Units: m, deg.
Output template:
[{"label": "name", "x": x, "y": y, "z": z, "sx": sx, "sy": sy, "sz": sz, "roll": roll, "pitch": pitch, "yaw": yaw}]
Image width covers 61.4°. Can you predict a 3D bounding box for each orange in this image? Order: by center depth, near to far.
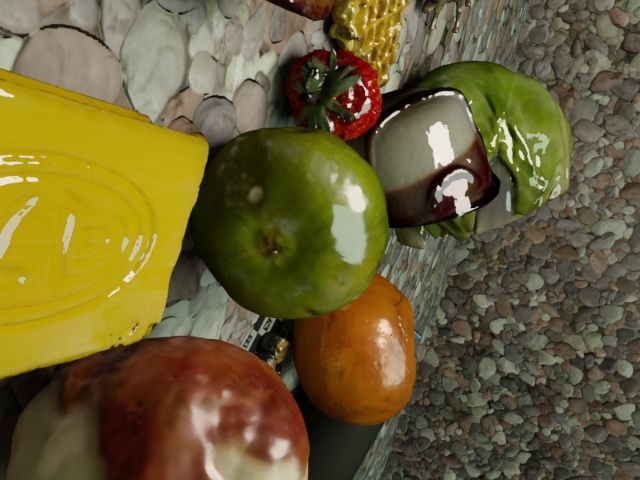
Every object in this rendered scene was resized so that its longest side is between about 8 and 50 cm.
[{"label": "orange", "x": 0.063, "y": 0.195, "z": 0.993, "sx": 0.284, "sy": 0.225, "sz": 0.284, "roll": -6, "pitch": 90, "yaw": -86}]

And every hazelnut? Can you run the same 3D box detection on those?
[{"label": "hazelnut", "x": -0.137, "y": 0.197, "z": 0.514, "sx": 0.241, "sy": 0.260, "sz": 0.261, "roll": -85, "pitch": 177, "yaw": -50}]

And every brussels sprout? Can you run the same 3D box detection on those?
[{"label": "brussels sprout", "x": 0.321, "y": -0.200, "z": 1.174, "sx": 0.425, "sy": 0.342, "sz": 0.361, "roll": -20, "pitch": 92, "yaw": -24}]

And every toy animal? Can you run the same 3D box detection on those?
[{"label": "toy animal", "x": 0.247, "y": -0.501, "z": 1.057, "sx": 0.186, "sy": 0.093, "sz": 0.214, "roll": 82, "pitch": 27, "yaw": -59}]

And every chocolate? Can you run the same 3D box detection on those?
[{"label": "chocolate", "x": 0.135, "y": -0.143, "z": 0.855, "sx": 0.283, "sy": 0.283, "sz": 0.186, "roll": -37, "pitch": 119, "yaw": -55}]

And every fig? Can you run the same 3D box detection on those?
[{"label": "fig", "x": -0.008, "y": -0.026, "z": 0.653, "sx": 0.314, "sy": 0.233, "sz": 0.233, "roll": -7, "pitch": 116, "yaw": -60}]

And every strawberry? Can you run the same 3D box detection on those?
[{"label": "strawberry", "x": 0.019, "y": -0.191, "z": 0.718, "sx": 0.148, "sy": 0.131, "sz": 0.131, "roll": -48, "pitch": 157, "yaw": -84}]

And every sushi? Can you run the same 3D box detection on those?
[{"label": "sushi", "x": -0.095, "y": 0.238, "z": 0.928, "sx": 0.215, "sy": 0.050, "sz": 0.192, "roll": -61, "pitch": 157, "yaw": -21}]

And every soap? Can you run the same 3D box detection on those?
[{"label": "soap", "x": -0.215, "y": -0.008, "z": 0.345, "sx": 0.324, "sy": 0.096, "sz": 0.204, "roll": -4, "pitch": 112, "yaw": -67}]

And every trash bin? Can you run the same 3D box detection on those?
[{"label": "trash bin", "x": 0.059, "y": 0.356, "z": 1.206, "sx": 0.334, "sy": 0.214, "sz": 0.214, "roll": -61, "pitch": 159, "yaw": 2}]

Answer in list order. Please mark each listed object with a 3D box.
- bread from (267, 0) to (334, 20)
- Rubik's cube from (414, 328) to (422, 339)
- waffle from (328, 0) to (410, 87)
[{"label": "bread", "x": -0.026, "y": -0.321, "z": 0.464, "sx": 0.246, "sy": 0.135, "sz": 0.232, "roll": -20, "pitch": 127, "yaw": -63}, {"label": "Rubik's cube", "x": 0.125, "y": 0.237, "z": 1.461, "sx": 0.178, "sy": 0.211, "sz": 0.190, "roll": -46, "pitch": -178, "yaw": -1}, {"label": "waffle", "x": 0.075, "y": -0.339, "z": 0.811, "sx": 0.253, "sy": 0.056, "sz": 0.249, "roll": -8, "pitch": 116, "yaw": -69}]
